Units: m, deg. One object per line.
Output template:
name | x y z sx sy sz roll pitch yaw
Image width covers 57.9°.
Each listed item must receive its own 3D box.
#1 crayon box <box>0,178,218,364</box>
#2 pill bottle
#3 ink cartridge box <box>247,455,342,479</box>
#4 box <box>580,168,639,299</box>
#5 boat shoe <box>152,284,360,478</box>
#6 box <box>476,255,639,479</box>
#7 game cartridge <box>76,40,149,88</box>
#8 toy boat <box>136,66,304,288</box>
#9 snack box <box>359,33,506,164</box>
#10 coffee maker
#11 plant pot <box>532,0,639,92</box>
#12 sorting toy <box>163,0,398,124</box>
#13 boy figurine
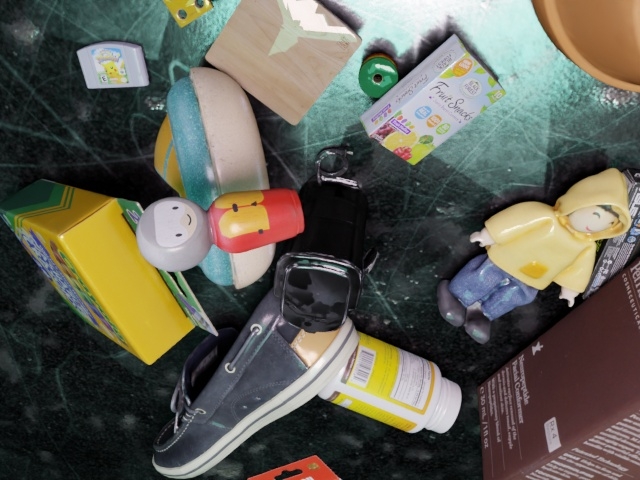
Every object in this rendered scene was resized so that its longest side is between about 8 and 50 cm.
crayon box | -0.291 0.035 0.758 0.322 0.083 0.203 12 135 46
pill bottle | 0.108 0.227 0.916 0.214 0.117 0.117 24 124 -8
ink cartridge box | -0.016 0.554 1.193 0.189 0.066 0.232 -28 120 24
box | 0.463 0.008 0.763 0.184 0.045 0.191 6 125 2
boat shoe | -0.145 0.225 0.910 0.156 0.187 0.500 43 128 -5
box | 0.380 0.215 0.793 0.143 0.191 0.381 24 131 -11
game cartridge | -0.262 -0.221 0.728 0.083 0.017 0.056 -1 120 8
toy boat | -0.125 -0.052 0.642 0.148 0.318 0.268 -12 109 -12
snack box | 0.130 -0.158 0.676 0.141 0.037 0.100 -38 144 27
coffee maker | 0.000 0.000 0.741 0.120 0.178 0.171 -10 122 14
plant pot | 0.350 -0.253 0.508 0.290 0.204 0.291 4 123 6
sorting toy | -0.049 -0.233 0.671 0.274 0.046 0.132 34 121 -16
boy figurine | 0.293 0.024 0.771 0.177 0.092 0.285 37 124 -13
